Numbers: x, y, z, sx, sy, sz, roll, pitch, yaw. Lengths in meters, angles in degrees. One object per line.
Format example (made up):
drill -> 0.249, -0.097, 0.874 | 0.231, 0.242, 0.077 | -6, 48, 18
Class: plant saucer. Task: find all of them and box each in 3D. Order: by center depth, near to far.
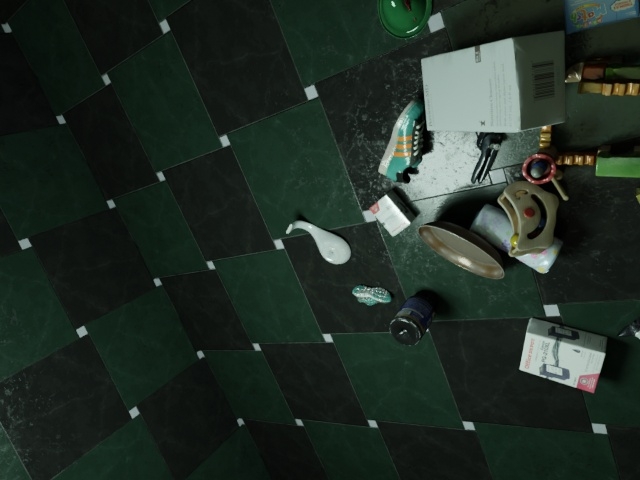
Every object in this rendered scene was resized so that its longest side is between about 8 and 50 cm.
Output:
plant saucer -> 0.465, 0.023, 1.618 | 0.311, 0.050, 0.310 | 33, 172, 5

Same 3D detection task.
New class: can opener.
can opener -> 0.510, -0.255, 1.528 | 0.059, 0.073, 0.186 | -2, 126, -8

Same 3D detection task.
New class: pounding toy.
pounding toy -> 0.597, -0.096, 1.410 | 0.154, 0.269, 0.155 | 12, 165, 8

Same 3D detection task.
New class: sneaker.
sneaker -> 0.292, -0.316, 1.605 | 0.121, 0.108, 0.302 | 32, 138, 14
sneaker -> 0.215, 0.232, 2.013 | 0.167, 0.065, 0.076 | 11, 138, 33

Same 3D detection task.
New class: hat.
hat -> 0.203, -0.670, 1.399 | 0.173, 0.183, 0.208 | 12, 122, 29

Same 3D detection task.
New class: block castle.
block castle -> 0.755, -0.286, 1.228 | 0.453, 0.213, 0.303 | 8, 120, 31

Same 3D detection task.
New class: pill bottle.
pill bottle -> 0.351, 0.278, 1.829 | 0.123, 0.219, 0.122 | 17, 125, 26

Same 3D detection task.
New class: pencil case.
pencil case -> 0.596, -0.006, 1.528 | 0.273, 0.113, 0.124 | 28, 112, 16

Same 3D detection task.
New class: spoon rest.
spoon rest -> 0.000, 0.000, 2.015 | 0.276, 0.084, 0.137 | 31, 132, -2

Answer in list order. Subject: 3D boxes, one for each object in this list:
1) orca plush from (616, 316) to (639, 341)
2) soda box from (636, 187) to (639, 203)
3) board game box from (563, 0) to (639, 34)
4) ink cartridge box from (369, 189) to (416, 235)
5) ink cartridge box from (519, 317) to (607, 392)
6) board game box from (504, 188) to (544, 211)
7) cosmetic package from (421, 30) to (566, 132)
orca plush -> 1.028, 0.370, 1.502 | 0.287, 0.151, 0.102 | 34, 161, 10
soda box -> 0.926, -0.065, 1.343 | 0.061, 0.058, 0.181 | -24, 101, 41
board game box -> 0.674, -0.631, 1.198 | 0.160, 0.039, 0.211 | -2, 114, 35
ink cartridge box -> 0.259, -0.098, 1.780 | 0.135, 0.056, 0.099 | 50, 132, 0
ink cartridge box -> 0.806, 0.380, 1.657 | 0.237, 0.100, 0.172 | 13, 122, 28
board game box -> 0.653, -0.062, 1.553 | 0.126, 0.026, 0.186 | -6, 112, 37
cosmetic package -> 0.431, -0.398, 1.286 | 0.385, 0.156, 0.217 | -154, 52, -66
